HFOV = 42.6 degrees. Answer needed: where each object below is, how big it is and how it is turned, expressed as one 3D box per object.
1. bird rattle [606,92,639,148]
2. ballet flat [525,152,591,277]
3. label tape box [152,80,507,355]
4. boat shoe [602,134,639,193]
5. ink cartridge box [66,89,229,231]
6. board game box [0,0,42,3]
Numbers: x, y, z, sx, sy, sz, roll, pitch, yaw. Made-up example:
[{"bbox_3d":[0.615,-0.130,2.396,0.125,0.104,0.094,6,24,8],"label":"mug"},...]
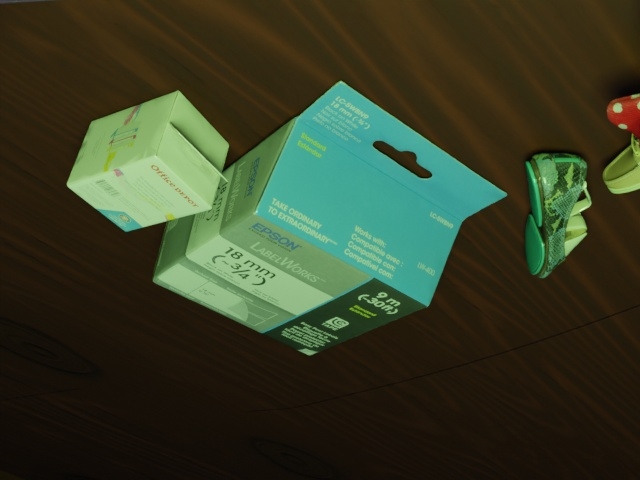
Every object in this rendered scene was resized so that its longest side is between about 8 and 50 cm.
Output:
[{"bbox_3d":[0.325,-0.154,0.593,0.253,0.143,0.207,-16,118,37],"label":"bird rattle"},{"bbox_3d":[0.247,-0.022,0.848,0.070,0.070,0.188,2,150,14],"label":"ballet flat"},{"bbox_3d":[0.000,0.000,0.910,0.240,0.106,0.333,29,143,-27],"label":"label tape box"},{"bbox_3d":[0.304,-0.092,0.737,0.045,0.050,0.135,30,133,-22],"label":"boat shoe"},{"bbox_3d":[-0.169,-0.081,0.848,0.143,0.090,0.092,-12,141,30],"label":"ink cartridge box"},{"bbox_3d":[-0.318,-0.276,0.636,0.346,0.056,0.208,2,150,14],"label":"board game box"}]
